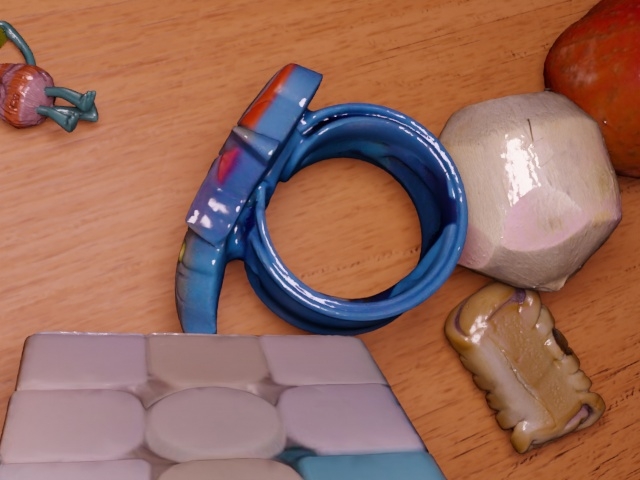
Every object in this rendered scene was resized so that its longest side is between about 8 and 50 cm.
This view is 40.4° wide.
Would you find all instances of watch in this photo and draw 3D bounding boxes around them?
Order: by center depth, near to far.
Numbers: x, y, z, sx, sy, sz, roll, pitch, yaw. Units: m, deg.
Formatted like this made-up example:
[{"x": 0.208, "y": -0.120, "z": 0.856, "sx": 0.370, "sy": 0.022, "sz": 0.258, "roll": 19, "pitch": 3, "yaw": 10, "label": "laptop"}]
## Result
[{"x": 0.000, "y": 0.000, "z": 0.928, "sx": 0.275, "sy": 0.241, "sz": 0.305, "roll": 26, "pitch": 76, "yaw": -4, "label": "watch"}]

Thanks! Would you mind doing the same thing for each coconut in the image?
[{"x": 0.239, "y": -0.050, "z": 1.039, "sx": 0.227, "sy": 0.227, "sz": 0.230, "roll": -8, "pitch": 85, "yaw": -19, "label": "coconut"}]

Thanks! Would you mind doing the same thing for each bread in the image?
[{"x": 0.252, "y": 0.159, "z": 1.091, "sx": 0.134, "sy": 0.081, "sz": 0.225, "roll": -31, "pitch": 95, "yaw": -14, "label": "bread"}]

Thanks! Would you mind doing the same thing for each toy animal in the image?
[{"x": -0.337, "y": -0.188, "z": 0.945, "sx": 0.208, "sy": 0.100, "sz": 0.103, "roll": 30, "pitch": 53, "yaw": -4, "label": "toy animal"}]

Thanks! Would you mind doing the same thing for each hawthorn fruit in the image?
[{"x": 0.437, "y": -0.218, "z": 1.081, "sx": 0.254, "sy": 0.300, "sz": 0.254, "roll": 8, "pitch": 69, "yaw": -22, "label": "hawthorn fruit"}]

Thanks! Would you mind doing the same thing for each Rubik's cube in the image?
[{"x": -0.101, "y": 0.300, "z": 0.760, "sx": 0.347, "sy": 0.346, "sz": 0.344, "roll": 4, "pitch": 109, "yaw": -13, "label": "Rubik's cube"}]
